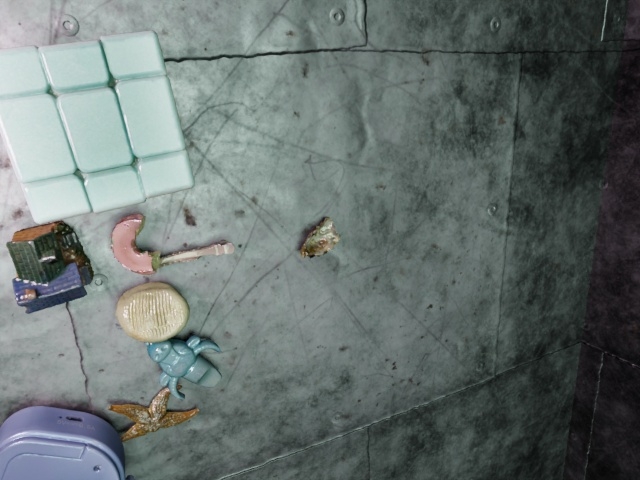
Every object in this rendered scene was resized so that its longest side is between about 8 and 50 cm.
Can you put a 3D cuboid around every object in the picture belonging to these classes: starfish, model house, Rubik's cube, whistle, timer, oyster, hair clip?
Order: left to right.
[{"bbox_3d":[-0.642,0.066,1.116,0.166,0.172,0.183,-17,112,-20],"label":"model house"},{"bbox_3d":[-0.696,0.643,1.261,0.395,0.173,0.395,-6,106,-22],"label":"timer"},{"bbox_3d":[-0.482,-0.248,1.016,0.316,0.319,0.321,-18,112,-20],"label":"Rubik's cube"},{"bbox_3d":[-0.489,0.505,1.403,0.247,0.050,0.138,-13,110,-30],"label":"starfish"},{"bbox_3d":[-0.399,0.352,1.375,0.274,0.093,0.186,43,78,-33],"label":"whistle"},{"bbox_3d":[-0.355,0.037,1.327,0.226,0.072,0.034,-12,104,-14],"label":"hair clip"},{"bbox_3d":[-0.009,0.000,1.485,0.148,0.051,0.103,-36,116,-30],"label":"oyster"}]

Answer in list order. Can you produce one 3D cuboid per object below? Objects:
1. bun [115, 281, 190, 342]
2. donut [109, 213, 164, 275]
[{"bbox_3d":[-0.457,0.196,1.293,0.188,0.111,0.164,-11,92,-21],"label":"bun"},{"bbox_3d":[-0.486,0.013,1.230,0.117,0.065,0.166,-8,104,5],"label":"donut"}]
